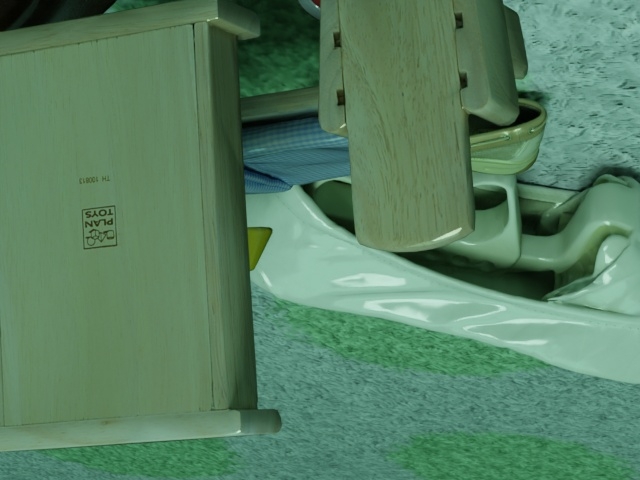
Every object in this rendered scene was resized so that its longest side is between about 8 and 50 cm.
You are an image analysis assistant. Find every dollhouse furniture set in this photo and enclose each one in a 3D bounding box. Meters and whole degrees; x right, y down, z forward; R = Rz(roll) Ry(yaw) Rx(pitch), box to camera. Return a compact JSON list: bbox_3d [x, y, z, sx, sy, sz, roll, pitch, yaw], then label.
[{"bbox_3d":[0.000,0.000,0.929,0.286,0.198,0.303,-6,173,23],"label":"dollhouse furniture set"}]

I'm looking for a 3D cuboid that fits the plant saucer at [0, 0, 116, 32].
[{"bbox_3d":[-0.232,-0.175,0.843,0.311,0.050,0.310,5,141,4],"label":"plant saucer"}]

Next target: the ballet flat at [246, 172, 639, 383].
[{"bbox_3d":[0.139,0.005,1.197,0.400,0.139,0.139,10,158,-4],"label":"ballet flat"}]

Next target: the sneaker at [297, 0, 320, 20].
[{"bbox_3d":[0.051,-0.130,0.980,0.118,0.042,0.067,18,159,-19],"label":"sneaker"}]

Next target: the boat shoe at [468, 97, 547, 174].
[{"bbox_3d":[0.063,-0.072,1.108,0.153,0.056,0.048,6,149,0],"label":"boat shoe"}]
